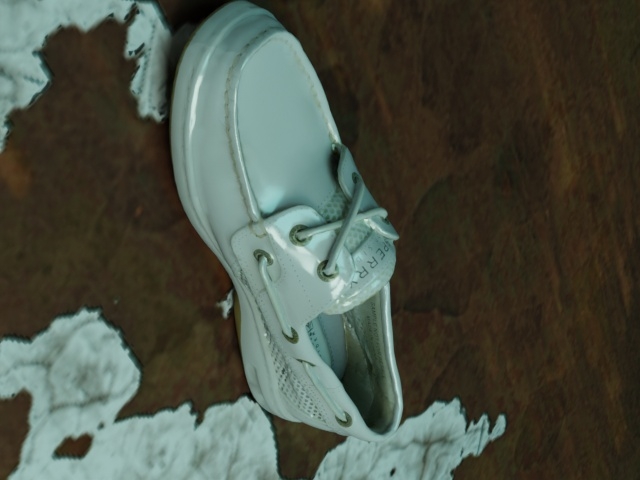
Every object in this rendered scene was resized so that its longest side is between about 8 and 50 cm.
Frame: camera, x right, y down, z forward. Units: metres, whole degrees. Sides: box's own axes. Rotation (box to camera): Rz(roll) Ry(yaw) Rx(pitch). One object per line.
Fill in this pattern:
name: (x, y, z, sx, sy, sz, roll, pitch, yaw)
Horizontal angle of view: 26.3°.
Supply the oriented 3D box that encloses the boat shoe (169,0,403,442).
boat shoe: (0.000, 0.000, 0.728, 0.098, 0.096, 0.277, -44, 138, -29)
